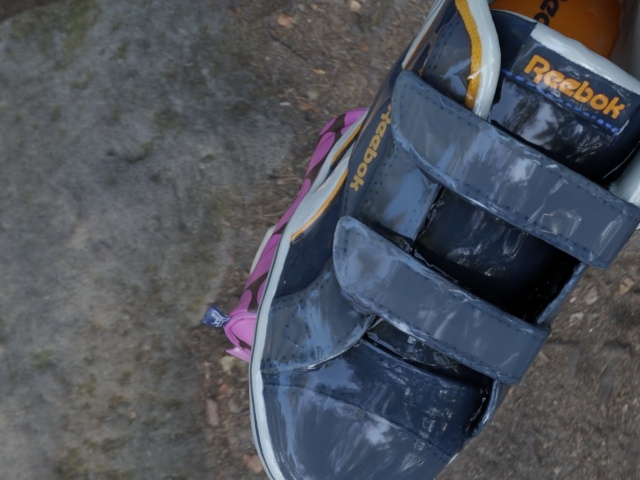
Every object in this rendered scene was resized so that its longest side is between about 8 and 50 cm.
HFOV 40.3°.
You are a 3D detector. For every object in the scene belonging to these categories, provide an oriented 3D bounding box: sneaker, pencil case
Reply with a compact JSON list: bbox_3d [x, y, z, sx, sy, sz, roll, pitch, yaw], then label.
[{"bbox_3d":[0.066,-0.020,0.383,0.126,0.127,0.321,24,85,-13],"label":"sneaker"},{"bbox_3d":[0.000,0.000,0.664,0.095,0.209,0.098,36,149,-13],"label":"pencil case"}]

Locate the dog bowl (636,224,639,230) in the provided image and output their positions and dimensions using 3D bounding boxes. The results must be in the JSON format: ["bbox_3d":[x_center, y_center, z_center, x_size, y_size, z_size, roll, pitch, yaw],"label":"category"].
[{"bbox_3d":[0.411,-0.215,1.303,0.407,0.150,0.408,4,122,7],"label":"dog bowl"}]

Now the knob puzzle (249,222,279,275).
[{"bbox_3d":[-0.007,0.011,1.054,0.213,0.213,0.030,-42,55,20],"label":"knob puzzle"}]
